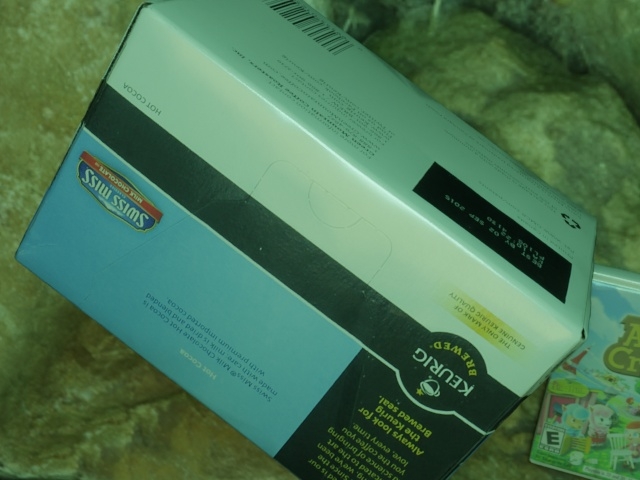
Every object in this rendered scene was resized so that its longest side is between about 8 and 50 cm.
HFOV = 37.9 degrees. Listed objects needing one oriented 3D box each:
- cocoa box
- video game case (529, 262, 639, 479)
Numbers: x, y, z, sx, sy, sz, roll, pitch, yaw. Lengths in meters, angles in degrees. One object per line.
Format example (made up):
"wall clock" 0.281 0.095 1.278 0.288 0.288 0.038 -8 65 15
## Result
"cocoa box" 0.000 0.000 0.713 0.347 0.231 0.228 37 117 3
"video game case" 0.298 0.130 0.775 0.212 0.023 0.193 14 113 14
